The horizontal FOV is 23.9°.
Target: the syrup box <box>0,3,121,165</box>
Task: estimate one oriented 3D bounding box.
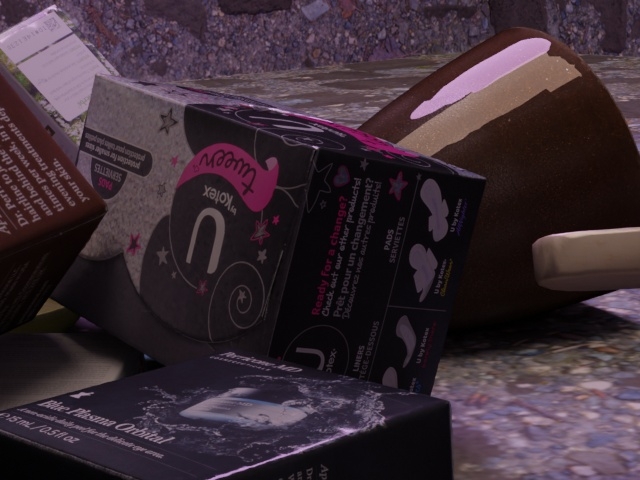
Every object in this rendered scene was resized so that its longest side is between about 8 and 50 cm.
[{"bbox_3d":[-0.173,-0.055,1.166,0.096,0.237,0.093,-40,3,40],"label":"syrup box"}]

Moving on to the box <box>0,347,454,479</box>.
[{"bbox_3d":[-0.048,0.118,0.679,0.158,0.093,0.156,-12,14,-42],"label":"box"}]

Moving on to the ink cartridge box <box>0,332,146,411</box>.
[{"bbox_3d":[-0.196,0.110,0.928,0.145,0.045,0.179,-1,24,10],"label":"ink cartridge box"}]

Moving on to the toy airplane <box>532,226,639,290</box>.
[{"bbox_3d":[0.360,-0.012,0.753,0.384,0.272,0.386,7,15,44],"label":"toy airplane"}]

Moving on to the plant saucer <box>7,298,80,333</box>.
[{"bbox_3d":[-0.292,0.060,1.177,0.241,0.037,0.241,-4,10,1],"label":"plant saucer"}]

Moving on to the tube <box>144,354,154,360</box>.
[{"bbox_3d":[-0.071,0.050,1.148,0.080,0.052,0.207,-6,15,20],"label":"tube"}]

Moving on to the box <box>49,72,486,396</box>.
[{"bbox_3d":[-0.044,-0.002,0.951,0.142,0.163,0.247,6,11,-41],"label":"box"}]

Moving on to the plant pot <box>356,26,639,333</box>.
[{"bbox_3d":[0.082,-0.018,1.109,0.230,0.215,0.215,-23,18,-22],"label":"plant pot"}]

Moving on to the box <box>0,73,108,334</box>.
[{"bbox_3d":[-0.329,0.009,0.856,0.381,0.191,0.143,-26,-17,-48],"label":"box"}]
